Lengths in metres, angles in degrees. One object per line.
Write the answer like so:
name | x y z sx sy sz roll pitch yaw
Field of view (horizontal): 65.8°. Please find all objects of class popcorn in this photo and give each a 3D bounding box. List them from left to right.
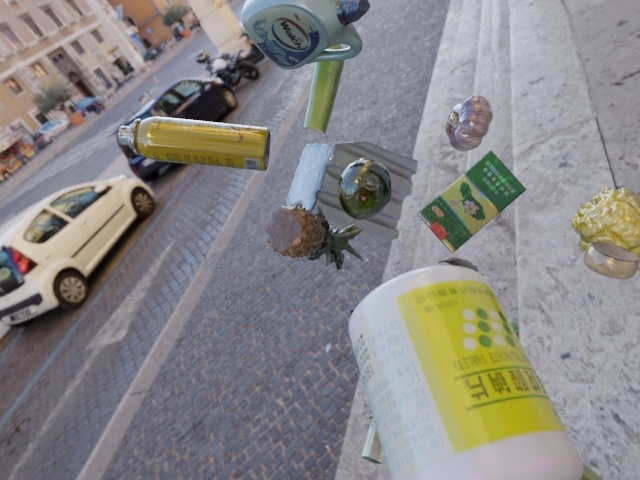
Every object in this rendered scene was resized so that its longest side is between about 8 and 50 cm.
popcorn | 0.601 -0.022 1.003 0.180 0.180 0.170 38 112 61

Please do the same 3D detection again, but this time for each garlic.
garlic | 0.414 -0.331 1.392 0.147 0.102 0.159 -121 48 -64

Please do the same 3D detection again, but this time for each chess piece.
chess piece | 0.491 0.033 0.836 0.084 0.038 0.083 6 22 -3

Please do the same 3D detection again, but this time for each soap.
soap | 0.127 -0.210 1.927 0.213 0.435 0.350 24 98 54

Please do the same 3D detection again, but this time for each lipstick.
lipstick | 0.192 0.562 1.551 0.077 0.079 0.253 -46 17 57

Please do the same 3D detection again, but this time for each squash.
squash | 0.008 -0.396 1.279 0.083 0.083 0.250 8 84 52

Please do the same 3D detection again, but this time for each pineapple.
pineapple | 0.000 0.000 1.102 0.130 0.277 0.119 43 105 27

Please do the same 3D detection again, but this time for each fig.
fig | 0.095 -0.119 0.997 0.117 0.117 0.177 -20 19 25

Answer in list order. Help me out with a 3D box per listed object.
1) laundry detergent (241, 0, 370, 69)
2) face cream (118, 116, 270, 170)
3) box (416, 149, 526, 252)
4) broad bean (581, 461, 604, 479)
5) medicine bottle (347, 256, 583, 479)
laundry detergent | -0.012 -0.464 1.066 0.280 0.215 0.105 5 69 35
face cream | -0.298 -0.232 1.168 0.349 0.105 0.105 5 35 -1
box | 0.367 -0.094 1.208 0.235 0.132 0.034 -41 -2 3
broad bean | 0.366 0.399 0.699 0.121 0.263 0.189 -44 25 -12
medicine bottle | 0.178 0.230 0.607 0.213 0.213 0.378 -27 52 14
